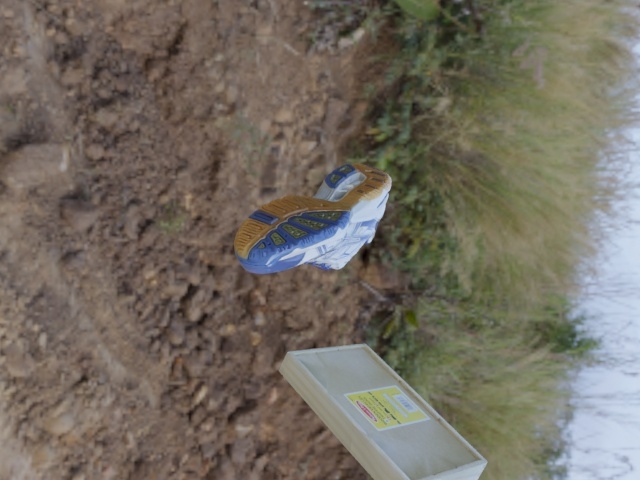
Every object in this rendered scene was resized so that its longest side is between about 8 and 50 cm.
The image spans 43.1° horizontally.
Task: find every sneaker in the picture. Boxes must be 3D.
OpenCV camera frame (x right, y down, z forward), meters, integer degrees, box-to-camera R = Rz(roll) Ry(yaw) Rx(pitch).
[{"bbox_3d":[0.000,0.000,1.116,0.296,0.112,0.131,-28,136,-43],"label":"sneaker"}]

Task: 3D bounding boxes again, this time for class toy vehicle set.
[{"bbox_3d":[0.082,0.240,1.110,0.267,0.166,0.035,42,-63,38],"label":"toy vehicle set"}]
